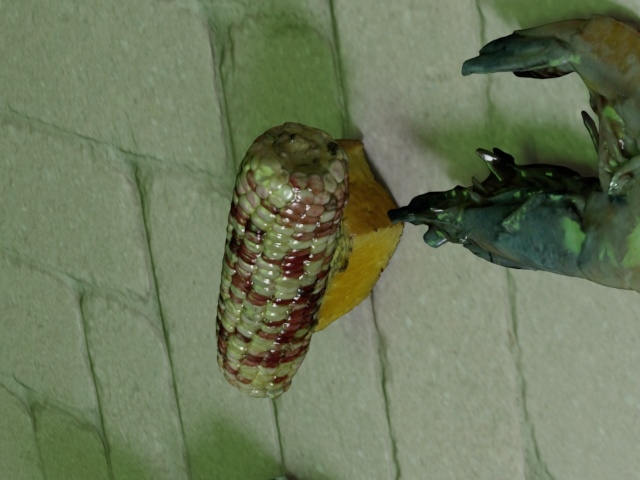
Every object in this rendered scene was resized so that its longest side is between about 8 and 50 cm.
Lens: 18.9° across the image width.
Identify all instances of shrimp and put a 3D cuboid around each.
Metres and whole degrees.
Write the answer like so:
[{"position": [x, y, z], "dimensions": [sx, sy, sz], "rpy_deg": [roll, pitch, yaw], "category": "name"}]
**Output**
[{"position": [0.150, -0.058, 1.250], "dimensions": [0.289, 0.075, 0.178], "rpy_deg": [11, 109, 54], "category": "shrimp"}]

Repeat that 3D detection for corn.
[{"position": [-0.035, 0.024, 1.437], "dimensions": [0.086, 0.086, 0.253], "rpy_deg": [46, 142, 31], "category": "corn"}]

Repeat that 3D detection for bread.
[{"position": [0.000, 0.000, 1.506], "dimensions": [0.103, 0.065, 0.187], "rpy_deg": [52, 143, 22], "category": "bread"}]

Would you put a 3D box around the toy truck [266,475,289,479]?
[{"position": [-0.019, 0.298, 1.661], "dimensions": [0.270, 0.114, 0.135], "rpy_deg": [19, 120, 51], "category": "toy truck"}]
